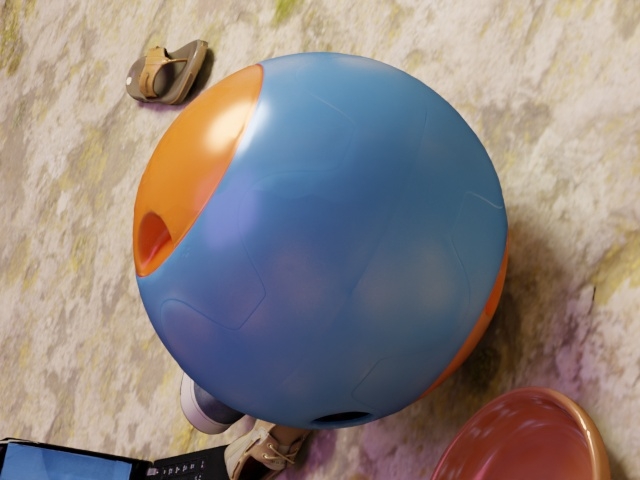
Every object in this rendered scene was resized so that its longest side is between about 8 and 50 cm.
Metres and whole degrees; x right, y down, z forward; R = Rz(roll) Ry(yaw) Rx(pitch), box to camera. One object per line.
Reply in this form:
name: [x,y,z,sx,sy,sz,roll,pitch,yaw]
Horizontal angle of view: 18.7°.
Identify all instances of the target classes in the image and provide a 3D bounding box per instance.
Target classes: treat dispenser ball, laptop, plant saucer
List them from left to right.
laptop: [-0.207,0.292,1.781,0.264,0.136,0.234,-19,54,53]
treat dispenser ball: [0.000,0.000,1.485,0.288,0.288,0.288,-38,40,41]
plant saucer: [0.139,0.202,1.369,0.200,0.037,0.200,-37,41,41]

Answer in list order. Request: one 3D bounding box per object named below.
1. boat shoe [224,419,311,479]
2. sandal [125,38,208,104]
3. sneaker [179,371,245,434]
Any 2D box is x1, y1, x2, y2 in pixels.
boat shoe: [-0.039,0.178,1.676,0.135,0.050,0.045,-50,36,46]
sandal: [-0.182,-0.190,2.168,0.180,0.049,0.072,0,70,59]
sneaker: [-0.050,0.045,1.741,0.163,0.086,0.226,-37,41,44]
